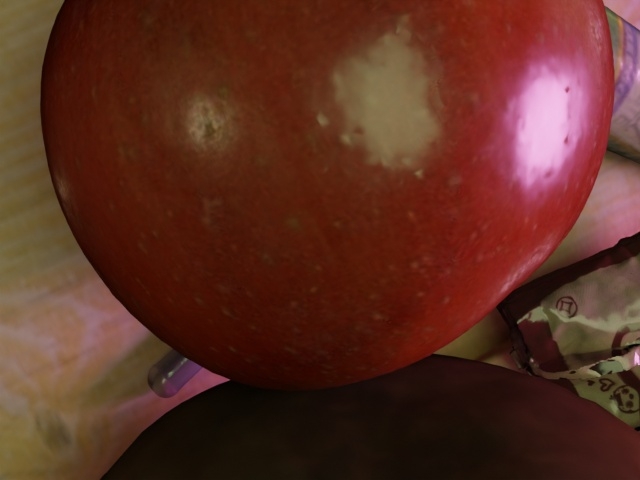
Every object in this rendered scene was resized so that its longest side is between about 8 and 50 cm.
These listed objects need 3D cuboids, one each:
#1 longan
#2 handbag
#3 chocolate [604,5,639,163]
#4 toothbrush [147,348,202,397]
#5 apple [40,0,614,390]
[{"bbox_3d":[0.059,0.268,0.644,0.404,0.435,0.404,-26,122,-53],"label":"longan"},{"bbox_3d":[0.285,0.088,0.860,0.235,0.127,0.213,-27,107,-11],"label":"handbag"},{"bbox_3d":[0.277,-0.112,0.857,0.291,0.110,0.110,23,87,-25],"label":"chocolate"},{"bbox_3d":[-0.001,-0.002,0.793,0.342,0.025,0.030,-42,111,-14],"label":"toothbrush"},{"bbox_3d":[0.004,-0.080,0.613,0.348,0.348,0.277,-30,100,-17],"label":"apple"}]
